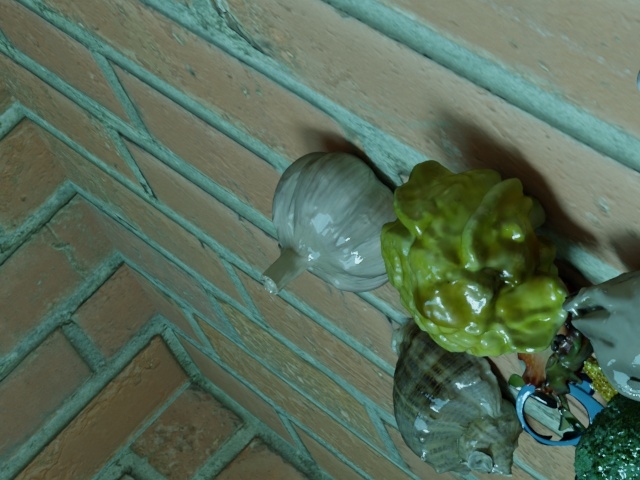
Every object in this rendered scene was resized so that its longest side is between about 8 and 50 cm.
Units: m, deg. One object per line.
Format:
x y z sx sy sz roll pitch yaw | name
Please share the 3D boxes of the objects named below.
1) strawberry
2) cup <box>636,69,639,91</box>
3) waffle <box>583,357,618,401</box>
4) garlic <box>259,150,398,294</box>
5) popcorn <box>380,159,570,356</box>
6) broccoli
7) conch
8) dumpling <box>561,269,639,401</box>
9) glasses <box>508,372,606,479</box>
0.270 0.078 1.988 0.167 0.087 0.208 101 151 -49 | strawberry
0.305 -0.133 1.177 0.134 0.142 0.173 38 164 23 | cup
0.366 0.184 2.104 0.078 0.016 0.085 35 163 33 | waffle
0.000 0.000 2.211 0.218 0.212 0.219 41 159 20 | garlic
0.175 0.021 1.840 0.217 0.181 0.235 44 158 60 | popcorn
0.415 0.265 1.833 0.270 0.270 0.270 12 159 6 | broccoli
0.181 0.251 2.494 0.291 0.159 0.210 39 165 28 | conch
0.374 0.106 1.716 0.247 0.142 0.172 24 -169 38 | dumpling
0.329 0.263 2.244 0.239 0.102 0.207 49 164 -15 | glasses
